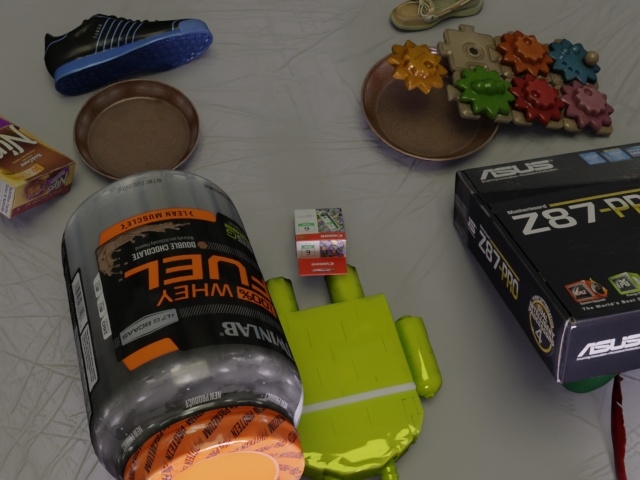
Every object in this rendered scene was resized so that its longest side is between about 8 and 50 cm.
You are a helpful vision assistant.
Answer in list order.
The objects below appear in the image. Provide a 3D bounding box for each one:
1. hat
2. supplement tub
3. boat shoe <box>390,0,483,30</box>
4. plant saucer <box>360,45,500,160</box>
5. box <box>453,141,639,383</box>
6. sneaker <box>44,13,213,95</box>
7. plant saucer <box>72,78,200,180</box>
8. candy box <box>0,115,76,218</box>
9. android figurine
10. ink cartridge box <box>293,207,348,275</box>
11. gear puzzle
[{"bbox_3d":[0.314,0.161,0.971,0.172,0.184,0.208,10,32,22],"label":"hat"},{"bbox_3d":[-0.143,0.105,0.829,0.207,0.207,0.338,-16,50,-12],"label":"supplement tub"},{"bbox_3d":[0.179,-0.360,1.225,0.152,0.048,0.056,-13,63,-10],"label":"boat shoe"},{"bbox_3d":[0.153,-0.186,1.137,0.198,0.036,0.199,2,62,-3],"label":"plant saucer"},{"bbox_3d":[0.395,0.000,0.951,0.394,0.097,0.318,-9,33,-8],"label":"box"},{"bbox_3d":[-0.272,-0.282,1.137,0.232,0.081,0.091,-19,72,-12],"label":"sneaker"},{"bbox_3d":[-0.246,-0.144,1.095,0.168,0.029,0.169,1,62,-2],"label":"plant saucer"},{"bbox_3d":[-0.420,-0.109,1.026,0.186,0.053,0.109,32,32,11],"label":"candy box"},{"bbox_3d":[0.017,0.160,0.930,0.248,0.056,0.273,-12,61,-11],"label":"android figurine"},{"bbox_3d":[0.000,0.000,1.002,0.062,0.029,0.115,-2,32,-2],"label":"ink cartridge box"},{"bbox_3d":[0.252,-0.241,1.127,0.338,0.044,0.176,4,60,-16],"label":"gear puzzle"}]
